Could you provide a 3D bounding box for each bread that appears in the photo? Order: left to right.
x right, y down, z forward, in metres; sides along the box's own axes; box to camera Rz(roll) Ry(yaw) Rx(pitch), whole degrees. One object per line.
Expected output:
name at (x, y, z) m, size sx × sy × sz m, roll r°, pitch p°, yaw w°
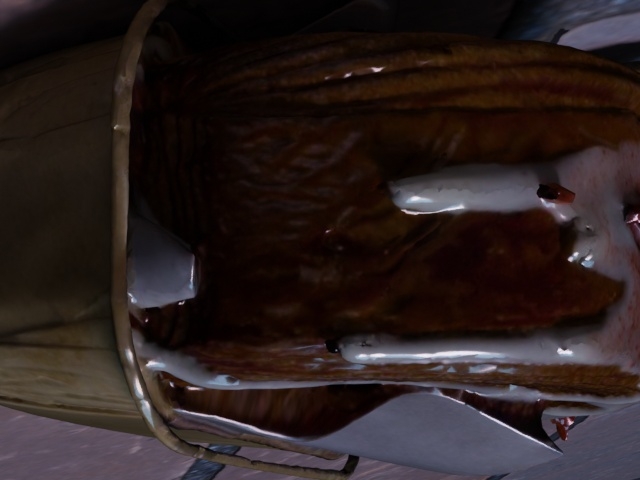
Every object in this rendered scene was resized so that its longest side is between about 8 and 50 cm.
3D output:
bread at (0.000, 0.000, 0.553) m, size 0.212 × 0.142 × 0.224 m, roll -6°, pitch 167°, yaw 16°

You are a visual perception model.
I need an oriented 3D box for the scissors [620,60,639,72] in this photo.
scissors at (0.144, -0.064, 0.655) m, size 0.220 × 0.017 × 0.088 m, roll -23°, pitch 143°, yaw 4°
